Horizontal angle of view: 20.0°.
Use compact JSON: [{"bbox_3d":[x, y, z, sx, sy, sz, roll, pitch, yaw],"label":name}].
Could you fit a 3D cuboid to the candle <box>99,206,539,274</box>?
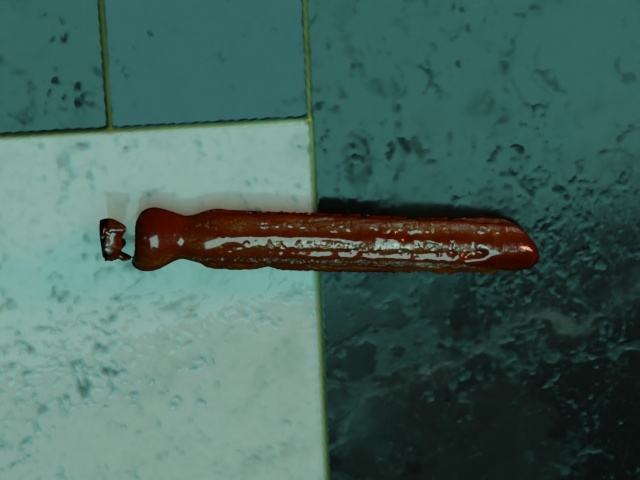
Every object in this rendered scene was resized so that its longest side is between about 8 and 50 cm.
[{"bbox_3d":[0.000,0.000,1.356,0.329,0.051,0.048,2,135,-7],"label":"candle"}]
